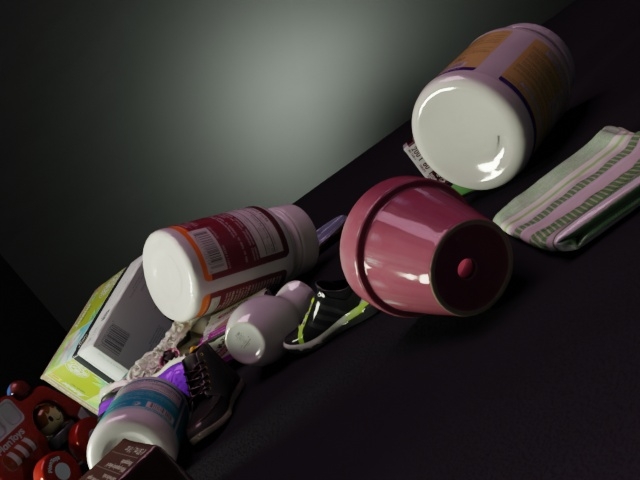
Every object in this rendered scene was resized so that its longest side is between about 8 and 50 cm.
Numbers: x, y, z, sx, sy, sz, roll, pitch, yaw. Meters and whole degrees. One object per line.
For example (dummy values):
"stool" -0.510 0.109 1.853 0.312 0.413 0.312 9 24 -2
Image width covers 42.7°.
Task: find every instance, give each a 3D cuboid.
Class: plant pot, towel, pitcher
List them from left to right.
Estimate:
"pitcher" -0.107 0.178 1.573 0.177 0.125 0.207 -56 -11 25
"plant pot" 0.154 0.019 1.107 0.201 0.201 0.180 -40 24 -14
"towel" 0.379 -0.080 1.157 0.248 0.038 0.325 -38 9 4

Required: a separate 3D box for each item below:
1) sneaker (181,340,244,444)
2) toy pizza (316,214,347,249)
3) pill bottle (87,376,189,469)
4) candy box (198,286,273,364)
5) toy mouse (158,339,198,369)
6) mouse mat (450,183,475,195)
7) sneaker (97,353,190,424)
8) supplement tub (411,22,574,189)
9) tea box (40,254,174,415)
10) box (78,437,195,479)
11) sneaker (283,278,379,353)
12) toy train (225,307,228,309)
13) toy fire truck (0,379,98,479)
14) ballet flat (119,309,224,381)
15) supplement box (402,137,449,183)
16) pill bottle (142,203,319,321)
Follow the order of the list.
"sneaker" -0.216 0.270 1.462 0.083 0.118 0.222 -35 9 15
"toy pizza" 0.000 0.000 2.304 0.201 0.032 0.201 -38 9 7
"pill bottle" -0.311 0.330 1.445 0.146 0.146 0.264 -37 8 4
"candy box" -0.173 0.190 1.806 0.159 0.071 0.233 -28 9 3
"toy mouse" -0.310 0.284 1.793 0.143 0.161 0.031 -35 -38 -28
"mouse mat" 0.326 -0.129 1.742 0.152 0.007 0.190 -42 9 -29
"sneaker" -0.331 0.341 1.673 0.293 0.102 0.146 -22 37 17
"supplement tub" 0.351 -0.275 1.619 0.241 0.241 0.331 -29 12 47
"tea box" -0.534 0.263 2.230 0.324 0.220 0.329 -32 26 43
"box" -0.327 0.429 1.024 0.381 0.143 0.191 -44 11 -27
"sneaker" 0.015 0.111 1.432 0.235 0.097 0.084 -34 9 25
"toy train" -0.213 0.106 2.300 0.190 0.142 0.334 -45 6 18
"toy fire truck" -0.622 0.436 1.787 0.169 0.254 0.302 -33 10 29
"ballet flat" -0.310 0.270 1.933 0.147 0.147 0.409 -30 14 41
"supplement box" 0.325 -0.238 1.903 0.239 0.130 0.073 -37 9 10
"pill bottle" -0.208 0.040 1.989 0.392 0.224 0.224 -17 -7 -40
